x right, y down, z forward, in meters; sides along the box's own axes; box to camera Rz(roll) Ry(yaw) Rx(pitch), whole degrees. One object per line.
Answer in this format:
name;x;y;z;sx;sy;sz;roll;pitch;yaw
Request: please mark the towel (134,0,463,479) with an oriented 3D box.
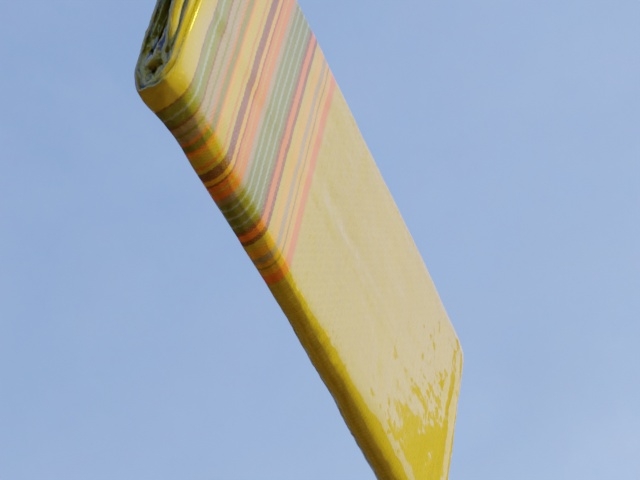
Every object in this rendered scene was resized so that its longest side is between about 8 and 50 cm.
towel;0.000;0.000;0.605;0.021;0.102;0.237;-9;-48;23
